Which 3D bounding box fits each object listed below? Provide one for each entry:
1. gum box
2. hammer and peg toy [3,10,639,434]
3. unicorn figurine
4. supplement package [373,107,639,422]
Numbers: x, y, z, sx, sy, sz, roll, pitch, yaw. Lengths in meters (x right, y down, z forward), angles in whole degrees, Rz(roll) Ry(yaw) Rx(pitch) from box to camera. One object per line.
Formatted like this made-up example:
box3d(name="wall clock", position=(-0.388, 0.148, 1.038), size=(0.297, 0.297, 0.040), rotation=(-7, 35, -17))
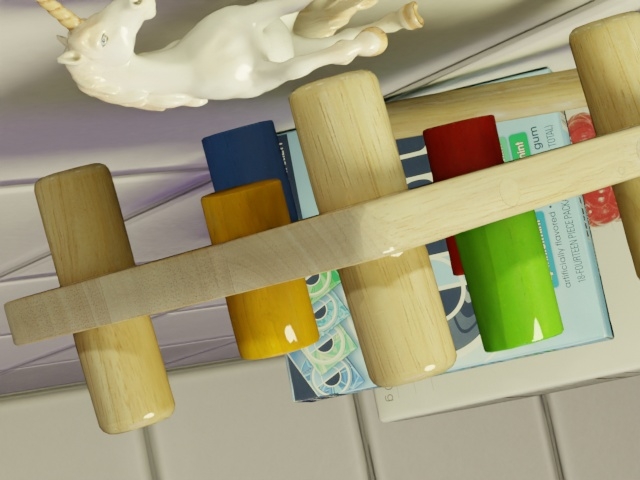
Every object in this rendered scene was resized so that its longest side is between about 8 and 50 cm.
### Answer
box3d(name="gum box", position=(0.061, -0.001, 1.113), size=(0.184, 0.157, 0.041), rotation=(-13, 173, 14))
box3d(name="hammer and peg toy", position=(0.057, -0.015, 0.927), size=(0.361, 0.127, 0.266), rotation=(-17, -179, -44))
box3d(name="unicorn figurine", position=(-0.027, -0.077, 0.729), size=(0.111, 0.060, 0.162), rotation=(-18, 169, 17))
box3d(name="supplement package", position=(0.183, -0.001, 1.228), size=(0.293, 0.177, 0.175), rotation=(-15, 172, 26))
